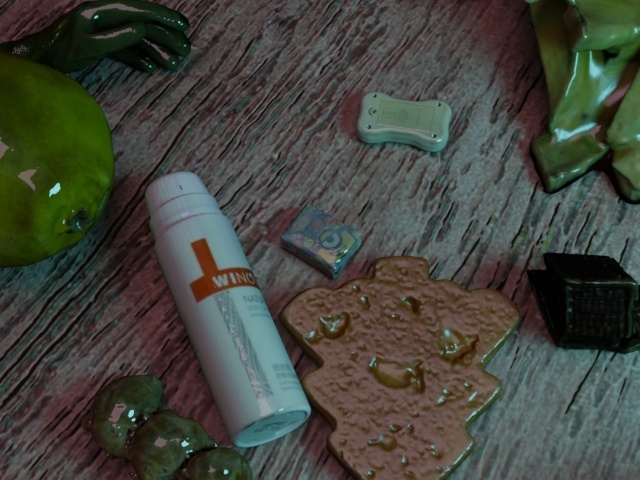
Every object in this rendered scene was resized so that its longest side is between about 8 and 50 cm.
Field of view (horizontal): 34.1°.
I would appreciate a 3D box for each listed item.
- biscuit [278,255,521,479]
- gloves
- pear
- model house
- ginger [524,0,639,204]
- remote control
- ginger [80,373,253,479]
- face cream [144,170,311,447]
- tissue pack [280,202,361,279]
[{"bbox_3d":[0.088,0.162,1.197,0.284,0.043,0.306,3,66,2],"label":"biscuit"},{"bbox_3d":[-0.304,-0.262,1.383,0.268,0.135,0.107,-9,105,-1],"label":"gloves"},{"bbox_3d":[-0.383,-0.096,1.231,0.269,0.269,0.321,-38,55,-16],"label":"pear"},{"bbox_3d":[0.327,0.061,1.183,0.165,0.152,0.106,0,70,3],"label":"model house"},{"bbox_3d":[0.419,-0.229,1.294,0.414,0.211,0.358,17,67,9],"label":"ginger"},{"bbox_3d":[0.108,-0.154,1.360,0.122,0.032,0.074,9,64,7],"label":"remote control"},{"bbox_3d":[-0.166,0.226,1.152,0.204,0.080,0.104,34,64,19],"label":"ginger"},{"bbox_3d":[-0.120,0.066,1.219,0.102,0.102,0.345,-22,66,-9],"label":"face cream"},{"bbox_3d":[0.000,0.000,1.284,0.083,0.035,0.063,30,68,15],"label":"tissue pack"}]
